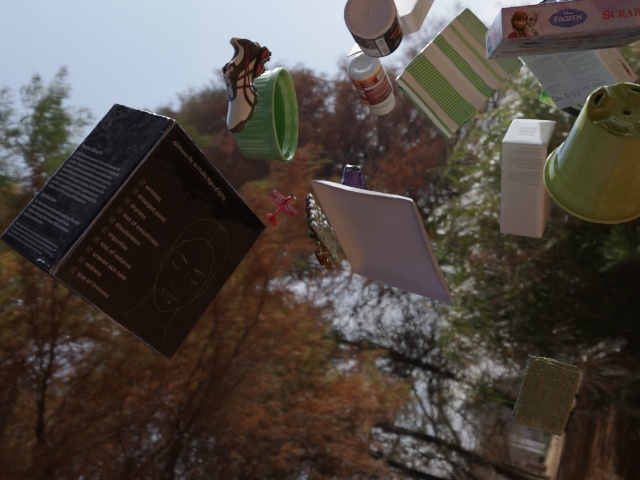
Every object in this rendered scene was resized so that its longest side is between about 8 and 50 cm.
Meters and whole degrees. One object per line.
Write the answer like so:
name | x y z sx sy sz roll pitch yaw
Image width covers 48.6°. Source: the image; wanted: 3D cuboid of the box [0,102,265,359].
box | -0.476 -0.022 1.903 0.472 0.297 0.480 -54 -41 -15

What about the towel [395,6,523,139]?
towel | 0.400 -0.484 2.053 0.325 0.248 0.038 -45 2 -9

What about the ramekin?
ramekin | -0.180 -0.405 2.315 0.303 0.148 0.303 -1 -90 -77

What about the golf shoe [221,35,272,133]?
golf shoe | -0.233 -0.437 1.996 0.120 0.105 0.273 19 -99 -34

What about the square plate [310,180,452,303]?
square plate | 0.162 -0.008 1.810 0.049 0.347 0.344 -46 -51 -26

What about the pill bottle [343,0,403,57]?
pill bottle | 0.142 -0.543 1.803 0.245 0.130 0.130 -1 -79 -78

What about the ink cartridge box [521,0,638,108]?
ink cartridge box | 0.692 -0.539 2.018 0.071 0.330 0.324 -41 10 -8

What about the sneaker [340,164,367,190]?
sneaker | 0.110 -0.139 2.166 0.283 0.107 0.124 84 -170 -72

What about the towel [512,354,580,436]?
towel | 0.456 0.311 1.430 0.027 0.110 0.148 62 -134 -62

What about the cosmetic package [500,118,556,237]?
cosmetic package | 0.719 -0.215 2.468 0.197 0.155 0.365 -54 -37 -47

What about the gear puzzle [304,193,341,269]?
gear puzzle | 0.000 0.000 2.044 0.175 0.044 0.339 58 -170 -24

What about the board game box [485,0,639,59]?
board game box | 0.525 -0.448 1.501 0.318 0.318 0.066 -45 -49 -80

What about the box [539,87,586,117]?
box | 0.892 -0.463 2.342 0.058 0.322 0.232 -59 -16 -6

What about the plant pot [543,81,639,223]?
plant pot | 0.693 -0.224 1.684 0.254 0.276 0.276 82 -153 -55

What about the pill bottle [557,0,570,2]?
pill bottle | 0.836 -0.791 2.171 0.318 0.176 0.176 83 -154 -60

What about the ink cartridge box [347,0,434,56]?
ink cartridge box | 0.218 -0.701 2.179 0.066 0.261 0.296 55 -137 -30

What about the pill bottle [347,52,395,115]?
pill bottle | 0.186 -0.550 2.513 0.221 0.121 0.121 53 -129 -52

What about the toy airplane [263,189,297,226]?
toy airplane | -0.148 -0.112 2.594 0.028 0.151 0.151 46 -123 -59
